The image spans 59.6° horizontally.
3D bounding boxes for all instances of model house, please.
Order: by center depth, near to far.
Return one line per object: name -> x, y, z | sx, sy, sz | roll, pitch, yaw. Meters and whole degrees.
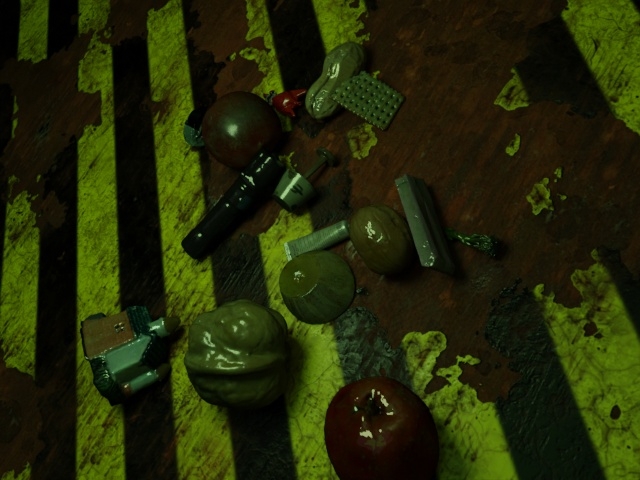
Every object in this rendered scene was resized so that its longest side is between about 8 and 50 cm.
model house -> -0.544, 0.318, 1.678 | 0.291, 0.185, 0.253 | -25, 55, -4

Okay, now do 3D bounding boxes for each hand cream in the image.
hand cream -> 0.000, 0.000, 1.640 | 0.233, 0.050, 0.080 | -24, 68, 17

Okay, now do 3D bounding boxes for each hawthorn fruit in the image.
hawthorn fruit -> 0.135, 0.443, 1.272 | 0.275, 0.300, 0.276 | -9, 43, 9

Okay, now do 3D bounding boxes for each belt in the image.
belt -> -0.418, -0.391, 1.938 | 0.058, 0.105, 0.140 | 23, 89, 28

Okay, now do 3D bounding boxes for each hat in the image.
hat -> -0.158, -0.182, 1.786 | 0.058, 0.042, 0.087 | 14, 109, 32

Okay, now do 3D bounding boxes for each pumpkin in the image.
pumpkin -> -0.026, 0.120, 1.554 | 0.217, 0.110, 0.218 | -7, 73, 23

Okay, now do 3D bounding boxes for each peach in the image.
peach -> -0.250, -0.349, 1.778 | 0.252, 0.252, 0.253 | -8, 66, 19

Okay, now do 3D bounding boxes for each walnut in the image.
walnut -> -0.215, 0.300, 1.480 | 0.276, 0.253, 0.282 | -1, 70, 25
walnut -> 0.168, -0.006, 1.501 | 0.167, 0.167, 0.207 | -34, 72, 6

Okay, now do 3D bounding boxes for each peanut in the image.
peanut -> 0.050, -0.513, 1.783 | 0.130, 0.130, 0.290 | 24, 82, 29

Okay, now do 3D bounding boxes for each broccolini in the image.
broccolini -> 0.376, -0.017, 1.489 | 0.216, 0.067, 0.058 | 24, 76, 38

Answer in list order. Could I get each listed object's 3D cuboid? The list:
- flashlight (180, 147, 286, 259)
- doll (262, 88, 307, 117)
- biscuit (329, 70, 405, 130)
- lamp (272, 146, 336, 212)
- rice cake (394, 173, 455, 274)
flashlight -> -0.276, -0.106, 1.738 | 0.424, 0.103, 0.103 | -46, 59, 11
doll -> -0.132, -0.469, 1.877 | 0.168, 0.057, 0.109 | 17, 73, 27
biscuit -> 0.149, -0.441, 1.722 | 0.203, 0.016, 0.144 | 33, 82, 0
lamp -> -0.047, -0.189, 1.695 | 0.121, 0.121, 0.215 | 36, 76, 30
rice cake -> 0.272, -0.048, 1.475 | 0.050, 0.106, 0.298 | -35, 53, 33
